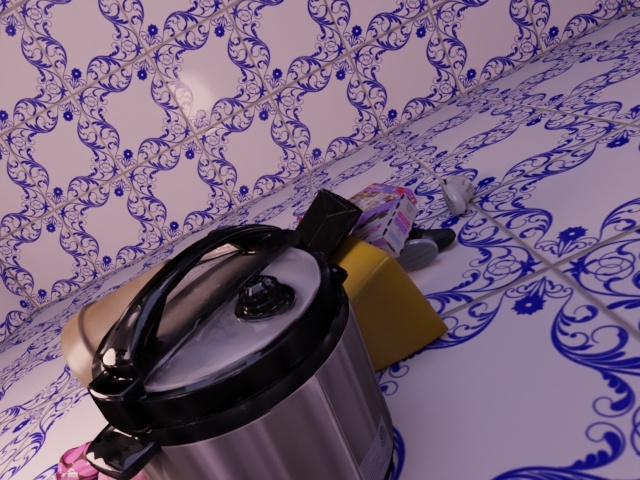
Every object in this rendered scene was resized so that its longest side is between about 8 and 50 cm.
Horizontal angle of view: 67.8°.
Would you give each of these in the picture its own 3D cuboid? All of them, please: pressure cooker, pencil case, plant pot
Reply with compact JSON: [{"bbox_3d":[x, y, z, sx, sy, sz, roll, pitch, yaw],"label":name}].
[{"bbox_3d":[-0.104,0.193,0.699,0.375,0.421,0.370,-21,25,-3],"label":"pressure cooker"},{"bbox_3d":[-0.469,0.471,1.046,0.209,0.095,0.098,-27,-16,9],"label":"pencil case"},{"bbox_3d":[-0.401,0.207,1.167,0.280,0.323,0.323,-46,19,4],"label":"plant pot"},{"bbox_3d":[0.089,0.143,0.972,0.187,0.212,0.212,-43,21,-7],"label":"plant pot"}]

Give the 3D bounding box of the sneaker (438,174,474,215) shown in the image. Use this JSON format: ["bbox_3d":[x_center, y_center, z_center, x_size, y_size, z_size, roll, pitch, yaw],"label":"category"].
[{"bbox_3d":[0.415,-0.147,1.429,0.094,0.090,0.235,-13,24,13],"label":"sneaker"}]

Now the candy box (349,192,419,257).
[{"bbox_3d":[0.150,-0.015,1.232,0.164,0.070,0.196,-28,21,41],"label":"candy box"}]

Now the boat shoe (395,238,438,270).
[{"bbox_3d":[0.197,0.040,1.241,0.226,0.083,0.076,-20,22,24],"label":"boat shoe"}]

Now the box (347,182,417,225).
[{"bbox_3d":[0.188,-0.126,1.717,0.200,0.057,0.293,-33,19,-10],"label":"box"}]

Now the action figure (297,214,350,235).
[{"bbox_3d":[-0.025,-0.015,1.619,0.091,0.139,0.280,-39,19,-33],"label":"action figure"}]

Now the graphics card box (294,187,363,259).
[{"bbox_3d":[0.000,0.000,1.137,0.233,0.094,0.371,-57,-5,6],"label":"graphics card box"}]

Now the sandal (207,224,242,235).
[{"bbox_3d":[-0.183,0.066,1.399,0.167,0.107,0.445,-14,-18,19],"label":"sandal"}]

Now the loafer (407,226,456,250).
[{"bbox_3d":[0.251,-0.002,1.281,0.223,0.078,0.076,-13,25,38],"label":"loafer"}]

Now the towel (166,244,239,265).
[{"bbox_3d":[-0.223,0.115,1.327,0.331,0.317,0.054,-15,54,33],"label":"towel"}]

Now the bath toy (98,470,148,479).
[{"bbox_3d":[-0.363,0.407,0.886,0.128,0.152,0.349,-4,47,2],"label":"bath toy"}]
